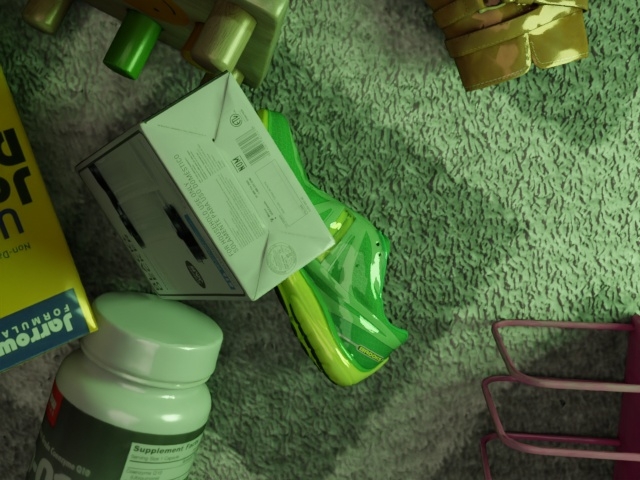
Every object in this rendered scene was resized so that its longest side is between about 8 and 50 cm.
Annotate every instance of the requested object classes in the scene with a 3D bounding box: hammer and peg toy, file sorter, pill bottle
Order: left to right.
[{"bbox_3d":[-0.203,-0.248,0.835,0.361,0.266,0.127,27,83,-6],"label":"hammer and peg toy"},{"bbox_3d":[-0.208,0.206,0.991,0.161,0.161,0.283,18,103,-3],"label":"pill bottle"},{"bbox_3d":[0.256,0.240,0.969,0.182,0.202,0.290,2,103,2],"label":"file sorter"}]

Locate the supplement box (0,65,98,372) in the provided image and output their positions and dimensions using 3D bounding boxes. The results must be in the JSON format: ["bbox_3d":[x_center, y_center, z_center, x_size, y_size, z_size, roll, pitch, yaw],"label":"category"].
[{"bbox_3d":[-0.380,-0.048,0.885,0.194,0.195,0.356,-25,104,-29],"label":"supplement box"}]

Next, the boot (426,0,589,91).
[{"bbox_3d":[0.118,-0.251,0.919,0.284,0.109,0.220,-13,107,-3],"label":"boot"}]

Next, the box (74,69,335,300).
[{"bbox_3d":[-0.118,-0.034,0.867,0.087,0.290,0.169,-36,102,-21],"label":"box"}]

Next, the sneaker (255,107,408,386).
[{"bbox_3d":[0.000,0.000,0.982,0.124,0.109,0.295,-25,101,-15],"label":"sneaker"}]
